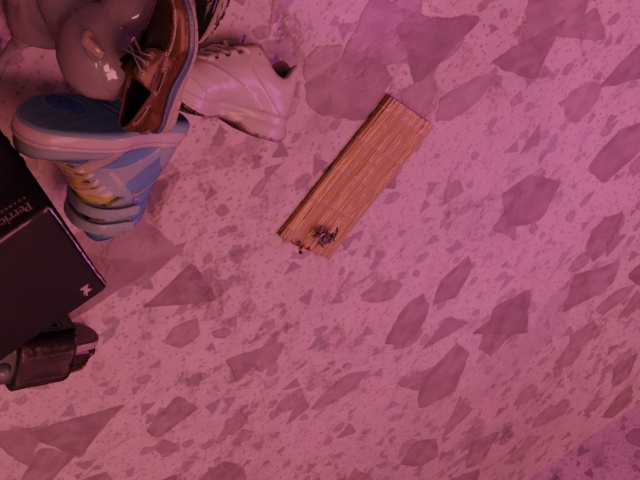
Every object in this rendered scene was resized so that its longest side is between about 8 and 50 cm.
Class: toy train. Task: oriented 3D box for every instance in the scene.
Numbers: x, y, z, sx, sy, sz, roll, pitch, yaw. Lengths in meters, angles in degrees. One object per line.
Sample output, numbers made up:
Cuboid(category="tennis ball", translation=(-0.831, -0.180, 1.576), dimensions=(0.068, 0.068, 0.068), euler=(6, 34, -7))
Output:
Cuboid(category="toy train", translation=(-0.501, 0.130, 1.626), dimensions=(0.334, 0.190, 0.142), euler=(-6, 130, -38))

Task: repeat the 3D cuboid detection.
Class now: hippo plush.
Cuboid(category="hippo plush", translation=(-0.283, -0.284, 1.365), dimensions=(0.294, 0.236, 0.234), euler=(-38, 144, -5))

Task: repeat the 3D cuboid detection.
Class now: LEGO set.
Cuboid(category="LEGO set", translation=(-0.001, 0.002, 2.053), dimensions=(0.083, 0.023, 0.054), euler=(-38, 143, -4))

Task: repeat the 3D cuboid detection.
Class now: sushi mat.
Cuboid(category="sushi mat", translation=(0.064, -0.104, 2.041), dimensions=(0.316, 0.019, 0.151), euler=(-52, 143, 13))

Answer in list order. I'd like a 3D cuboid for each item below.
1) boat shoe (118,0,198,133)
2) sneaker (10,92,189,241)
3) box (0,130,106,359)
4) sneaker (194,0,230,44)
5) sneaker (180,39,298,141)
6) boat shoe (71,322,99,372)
Cuboid(category="boat shoe", translation=(-0.184, -0.195, 1.295), dimensions=(0.066, 0.066, 0.183), euler=(-15, 132, -37))
Cuboid(category="sneaker", translation=(-0.312, -0.084, 1.567), dimensions=(0.319, 0.127, 0.208), euler=(-10, 130, -60))
Cuboid(category="box", translation=(-0.474, 0.006, 1.439), dimensions=(0.296, 0.294, 0.182), euler=(-36, 143, -9))
Cuboid(category="sneaker", translation=(-0.172, -0.390, 1.487), dimensions=(0.124, 0.107, 0.283), euler=(2, 117, -36))
Cuboid(category="sneaker", translation=(-0.149, -0.234, 1.672), dimensions=(0.297, 0.111, 0.129), euler=(12, 102, -51))
Cuboid(category="boat shoe", translation=(-0.450, 0.181, 1.813), dimensions=(0.228, 0.081, 0.068), euler=(-3, 125, -44))
